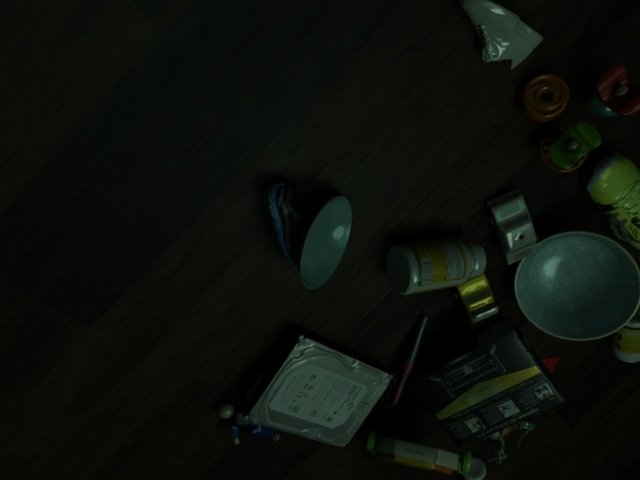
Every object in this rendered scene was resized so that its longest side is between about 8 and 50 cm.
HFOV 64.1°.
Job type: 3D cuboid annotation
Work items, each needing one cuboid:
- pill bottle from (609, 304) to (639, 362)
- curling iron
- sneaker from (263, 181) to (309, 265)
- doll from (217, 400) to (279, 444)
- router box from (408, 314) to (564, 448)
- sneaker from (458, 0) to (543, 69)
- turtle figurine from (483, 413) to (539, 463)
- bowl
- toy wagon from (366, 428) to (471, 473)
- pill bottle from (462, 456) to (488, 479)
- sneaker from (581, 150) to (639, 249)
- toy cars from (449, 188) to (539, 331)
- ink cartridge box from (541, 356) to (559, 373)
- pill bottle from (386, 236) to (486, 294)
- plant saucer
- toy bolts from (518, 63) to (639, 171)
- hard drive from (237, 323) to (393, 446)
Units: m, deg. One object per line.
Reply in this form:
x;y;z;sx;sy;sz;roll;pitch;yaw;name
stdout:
1.005;0.293;1.656;0.119;0.119;0.208;-27;126;-8;pill bottle
0.216;0.316;1.338;0.035;0.068;0.274;-13;129;-65;curling iron
-0.054;-0.029;0.992;0.078;0.067;0.188;-19;124;-10;sneaker
-0.170;0.434;1.232;0.189;0.046;0.129;36;88;-35;doll
0.422;0.372;1.329;0.309;0.081;0.243;-34;100;20;router box
0.323;-0.383;0.954;0.212;0.080;0.094;16;123;-33;sneaker
0.623;0.619;1.679;0.234;0.118;0.175;-16;141;-34;turtle figurine
0.661;0.097;1.330;0.156;0.289;0.289;-32;144;-61;bowl
0.270;0.599;1.429;0.267;0.068;0.344;8;156;14;toy wagon
0.541;0.832;1.789;0.086;0.086;0.152;-27;128;-8;pill bottle
0.807;-0.093;1.309;0.385;0.147;0.145;32;104;-35;sneaker
0.433;0.072;1.250;0.177;0.087;0.393;12;114;-14;toy cars
0.696;0.455;1.658;0.179;0.045;0.145;-1;120;-22;ink cartridge box
0.265;0.053;1.161;0.208;0.117;0.117;-7;122;-21;pill bottle
0.000;0.000;1.016;0.195;0.037;0.195;-45;147;-41;plant saucer
0.549;-0.285;1.111;0.228;0.158;0.218;-37;88;12;toy bolts
-0.001;0.363;1.241;0.339;0.064;0.237;32;94;-37;hard drive
